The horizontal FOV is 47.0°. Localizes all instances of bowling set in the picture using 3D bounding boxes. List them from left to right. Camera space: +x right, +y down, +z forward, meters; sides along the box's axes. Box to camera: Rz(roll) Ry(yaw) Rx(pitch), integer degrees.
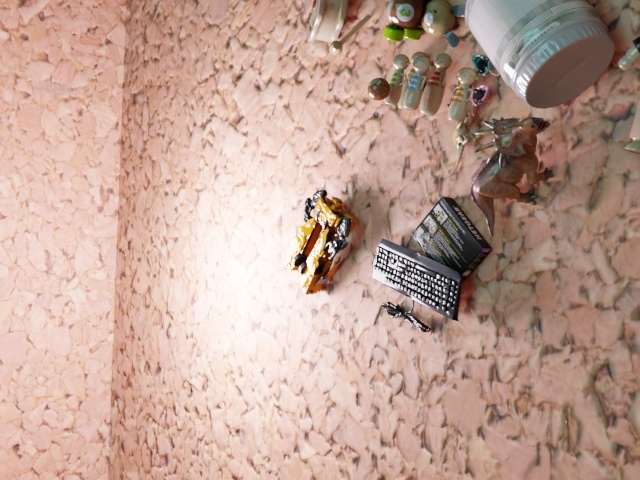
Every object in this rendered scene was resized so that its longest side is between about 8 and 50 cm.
[{"bbox_3d":[0.224,-0.390,1.758,0.287,0.200,0.154,29,107,56],"label":"bowling set"}]

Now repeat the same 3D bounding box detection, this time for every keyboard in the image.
[{"bbox_3d":[0.229,0.128,1.831,0.317,0.033,0.201,27,119,54],"label":"keyboard"}]

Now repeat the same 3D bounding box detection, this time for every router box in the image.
[{"bbox_3d":[0.312,0.002,1.768,0.133,0.046,0.179,-54,51,31],"label":"router box"}]

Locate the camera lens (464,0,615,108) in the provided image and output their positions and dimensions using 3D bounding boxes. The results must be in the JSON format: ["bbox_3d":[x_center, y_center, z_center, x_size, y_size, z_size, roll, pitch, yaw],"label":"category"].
[{"bbox_3d":[0.444,-0.439,1.519,0.219,0.219,0.274,-47,54,36],"label":"camera lens"}]

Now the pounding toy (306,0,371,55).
[{"bbox_3d":[0.052,-0.638,2.099,0.154,0.155,0.269,147,131,-74],"label":"pounding toy"}]

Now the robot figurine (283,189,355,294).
[{"bbox_3d":[0.000,0.000,2.097,0.211,0.085,0.291,51,125,37],"label":"robot figurine"}]

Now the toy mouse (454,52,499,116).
[{"bbox_3d":[0.378,-0.376,1.721,0.143,0.031,0.161,-3,93,60],"label":"toy mouse"}]

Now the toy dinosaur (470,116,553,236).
[{"bbox_3d":[0.387,-0.155,1.578,0.127,0.200,0.295,50,124,38],"label":"toy dinosaur"}]

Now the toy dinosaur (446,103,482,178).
[{"bbox_3d":[0.340,-0.244,1.765,0.092,0.053,0.183,162,108,-66],"label":"toy dinosaur"}]

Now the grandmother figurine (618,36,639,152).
[{"bbox_3d":[0.663,-0.323,1.362,0.208,0.104,0.342,19,100,20],"label":"grandmother figurine"}]

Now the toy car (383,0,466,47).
[{"bbox_3d":[0.271,-0.547,1.799,0.188,0.149,0.155,35,126,32],"label":"toy car"}]
